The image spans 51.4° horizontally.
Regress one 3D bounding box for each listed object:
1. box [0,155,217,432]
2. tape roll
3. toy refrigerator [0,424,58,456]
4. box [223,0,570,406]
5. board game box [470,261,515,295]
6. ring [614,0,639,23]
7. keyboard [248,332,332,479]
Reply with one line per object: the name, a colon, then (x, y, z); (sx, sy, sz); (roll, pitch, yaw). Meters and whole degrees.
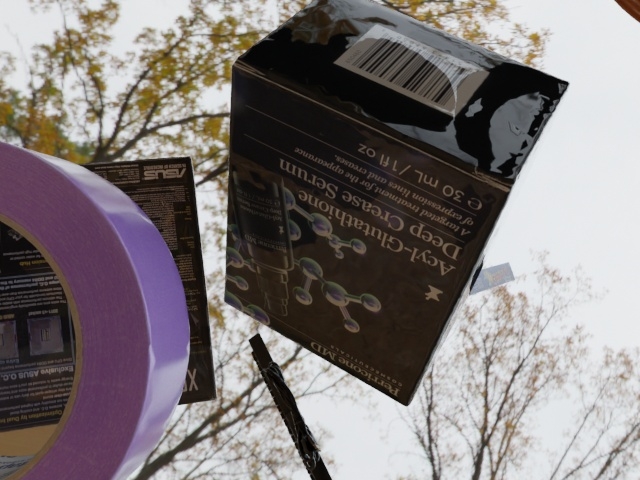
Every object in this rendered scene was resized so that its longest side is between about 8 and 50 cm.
box: (-0.264, 0.052, 0.641); (0.307, 0.076, 0.242); (-7, -95, -14)
tape roll: (-0.235, 0.070, 0.459); (0.274, 0.090, 0.275); (0, -91, 6)
toy refrigerator: (-0.398, 0.269, 0.867); (0.269, 0.094, 0.102); (-10, -122, 23)
box: (0.062, -0.039, 0.802); (0.293, 0.212, 0.395); (27, -40, 15)
board game box: (0.218, 0.080, 1.089); (0.136, 0.201, 0.035); (-23, -99, 35)
ring: (0.357, -0.337, 0.609); (0.336, 0.032, 0.336); (53, -15, 21)
keyboard: (-0.043, 0.283, 1.041); (0.317, 0.033, 0.201); (57, -15, 33)
